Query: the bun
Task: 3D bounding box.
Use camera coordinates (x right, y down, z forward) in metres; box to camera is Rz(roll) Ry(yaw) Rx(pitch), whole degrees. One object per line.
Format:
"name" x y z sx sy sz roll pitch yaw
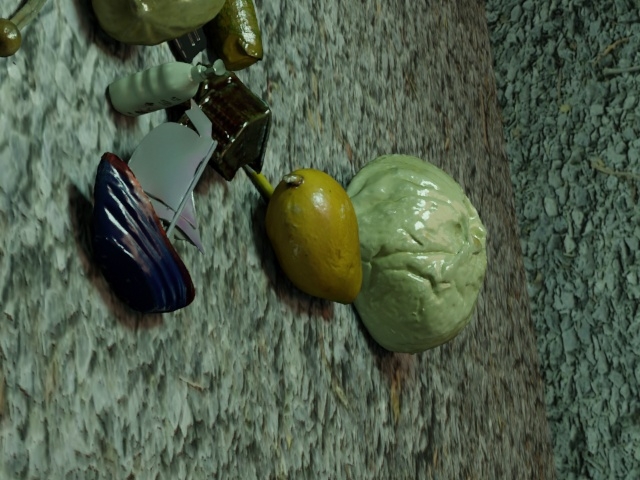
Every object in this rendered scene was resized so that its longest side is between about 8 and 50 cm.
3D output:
"bun" 0.179 0.019 2.243 0.349 0.227 0.352 48 35 -52

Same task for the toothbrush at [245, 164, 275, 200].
"toothbrush" -0.091 -0.097 1.930 0.288 0.024 0.021 55 27 -41

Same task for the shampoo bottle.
"shampoo bottle" -0.187 -0.199 1.589 0.077 0.152 0.045 20 56 -66

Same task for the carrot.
"carrot" -0.139 -0.347 1.915 0.082 0.082 0.173 10 64 -67

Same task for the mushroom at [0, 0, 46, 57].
"mushroom" -0.339 -0.315 1.461 0.068 0.043 0.306 80 9 -48

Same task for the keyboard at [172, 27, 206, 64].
"keyboard" -0.232 -0.382 1.793 0.262 0.016 0.106 66 23 -19

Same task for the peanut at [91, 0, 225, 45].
"peanut" -0.193 -0.362 1.665 0.159 0.143 0.291 26 44 -7

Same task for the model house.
"model house" -0.155 -0.162 1.746 0.165 0.106 0.152 40 33 9

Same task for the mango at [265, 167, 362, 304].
"mango" 0.000 0.000 1.953 0.317 0.119 0.176 56 35 -53

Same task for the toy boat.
"toy boat" -0.196 -0.067 1.533 0.219 0.072 0.318 45 46 -51
